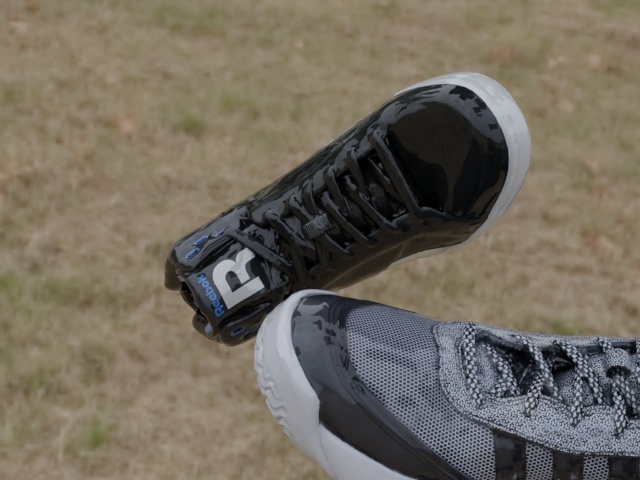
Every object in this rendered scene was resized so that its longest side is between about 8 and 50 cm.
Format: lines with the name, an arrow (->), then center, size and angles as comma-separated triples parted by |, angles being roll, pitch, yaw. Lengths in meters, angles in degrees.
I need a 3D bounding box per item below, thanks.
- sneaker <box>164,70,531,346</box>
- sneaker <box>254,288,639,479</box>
sneaker -> 0.000, 0.000, 0.636 | 0.121, 0.079, 0.217 | -32, 0, -36
sneaker -> 0.116, 0.059, 0.546 | 0.268, 0.153, 0.101 | 25, 40, -20
